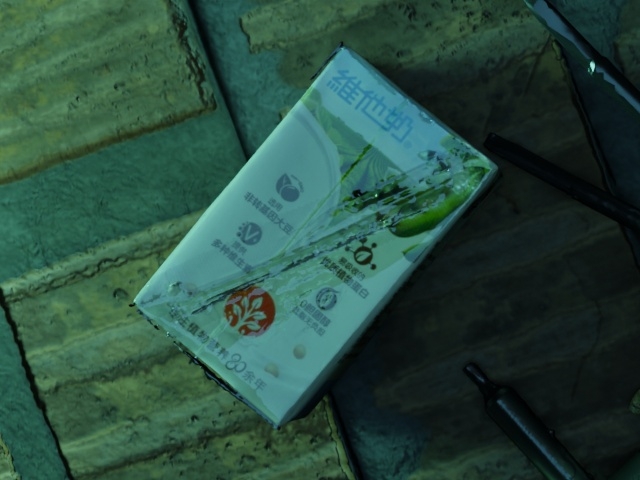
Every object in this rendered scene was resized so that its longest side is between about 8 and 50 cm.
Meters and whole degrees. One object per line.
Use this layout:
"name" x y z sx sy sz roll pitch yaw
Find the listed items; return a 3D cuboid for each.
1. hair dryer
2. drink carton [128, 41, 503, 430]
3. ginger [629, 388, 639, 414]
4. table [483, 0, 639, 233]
"hair dryer" 0.241 0.193 1.669 0.195 0.078 0.248 -46 76 11
"drink carton" -0.001 0.000 1.674 0.194 0.132 0.324 40 94 7
"ginger" 0.363 0.182 1.667 0.137 0.044 0.057 40 120 8
"table" 0.293 -0.106 1.599 0.249 0.317 0.317 43 96 19
